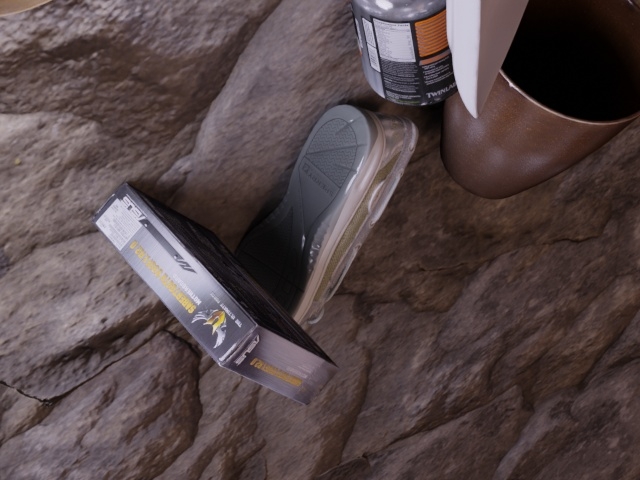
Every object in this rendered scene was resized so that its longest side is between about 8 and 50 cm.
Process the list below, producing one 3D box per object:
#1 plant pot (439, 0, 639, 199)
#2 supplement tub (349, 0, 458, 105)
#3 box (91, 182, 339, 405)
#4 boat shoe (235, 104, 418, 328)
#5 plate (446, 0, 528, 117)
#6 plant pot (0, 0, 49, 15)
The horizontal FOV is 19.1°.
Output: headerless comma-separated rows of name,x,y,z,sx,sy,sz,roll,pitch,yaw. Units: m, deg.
plant pot,0.222,-0.151,2.054,0.215,0.215,0.230,-19,158,-31
supplement tub,0.088,-0.229,1.862,0.117,0.117,0.190,-33,148,-13
box,-0.105,0.055,1.905,0.056,0.231,0.183,-48,149,6
boat shoe,-0.001,-0.003,2.061,0.103,0.118,0.320,4,121,-44
plate,0.165,-0.303,1.781,0.278,0.045,0.277,87,21,-43
plant pot,-0.240,-0.282,1.520,0.236,0.032,0.236,-28,148,-19
